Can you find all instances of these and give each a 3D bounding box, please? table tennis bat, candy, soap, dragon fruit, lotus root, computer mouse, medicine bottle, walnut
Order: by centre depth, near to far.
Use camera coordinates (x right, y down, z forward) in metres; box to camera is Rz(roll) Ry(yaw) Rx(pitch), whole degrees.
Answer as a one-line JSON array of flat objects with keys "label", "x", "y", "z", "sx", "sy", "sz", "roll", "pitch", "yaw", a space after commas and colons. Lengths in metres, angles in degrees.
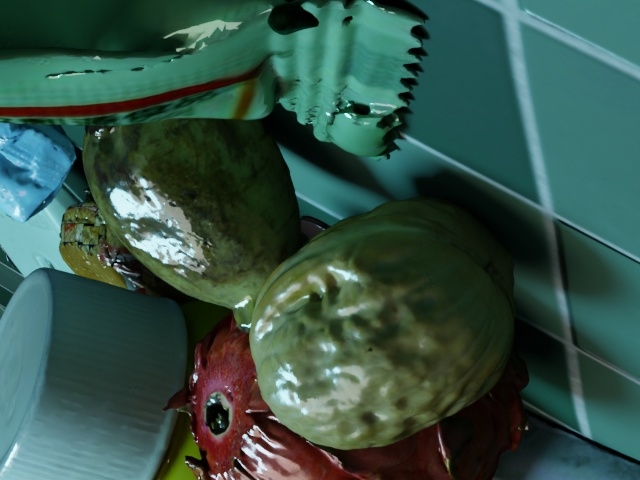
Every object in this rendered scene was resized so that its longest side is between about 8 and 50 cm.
[{"label": "candy", "x": -0.136, "y": -0.139, "z": 1.078, "sx": 0.398, "sy": 0.172, "sz": 0.263, "roll": 14, "pitch": 177, "yaw": -1}, {"label": "walnut", "x": 0.036, "y": 0.054, "z": 1.212, "sx": 0.155, "sy": 0.184, "sz": 0.155, "roll": 43, "pitch": -152, "yaw": -31}, {"label": "lotus root", "x": -0.081, "y": -0.027, "z": 1.289, "sx": 0.214, "sy": 0.138, "sz": 0.138, "roll": 60, "pitch": 161, "yaw": -11}, {"label": "dragon fruit", "x": 0.026, "y": 0.123, "z": 1.394, "sx": 0.241, "sy": 0.252, "sz": 0.241, "roll": 18, "pitch": 119, "yaw": 36}, {"label": "table tennis bat", "x": 0.000, "y": 0.000, "z": 1.505, "sx": 0.050, "sy": 0.007, "sz": 0.083, "roll": 35, "pitch": 165, "yaw": -8}, {"label": "soap", "x": -0.285, "y": -0.108, "z": 1.541, "sx": 0.156, "sy": 0.077, "sz": 0.293, "roll": 38, "pitch": -177, "yaw": -19}, {"label": "medicine bottle", "x": -0.081, "y": 0.162, "z": 1.587, "sx": 0.384, "sy": 0.224, "sz": 0.224, "roll": 18, "pitch": 174, "yaw": -23}, {"label": "computer mouse", "x": -0.249, "y": -0.018, "z": 1.870, "sx": 0.159, "sy": 0.097, "sz": 0.288, "roll": 16, "pitch": 145, "yaw": 43}]

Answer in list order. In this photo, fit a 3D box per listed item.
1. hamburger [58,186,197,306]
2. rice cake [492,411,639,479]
[{"label": "hamburger", "x": -0.132, "y": 0.031, "z": 1.726, "sx": 0.231, "sy": 0.107, "sz": 0.231, "roll": 32, "pitch": 168, "yaw": 8}, {"label": "rice cake", "x": 0.261, "y": 0.220, "z": 1.539, "sx": 0.365, "sy": 0.072, "sz": 0.056, "roll": 20, "pitch": 159, "yaw": 41}]
